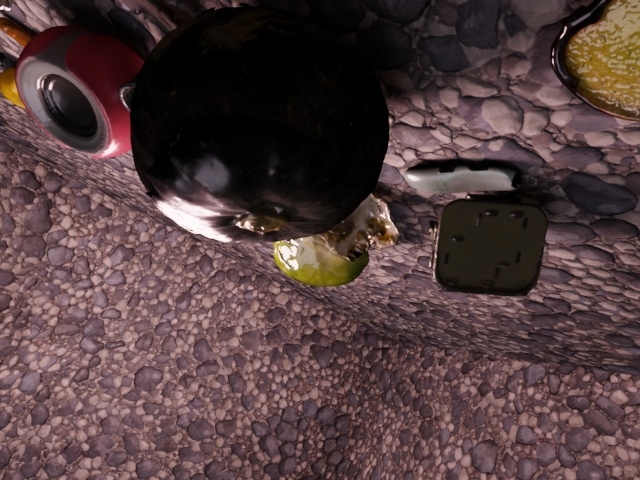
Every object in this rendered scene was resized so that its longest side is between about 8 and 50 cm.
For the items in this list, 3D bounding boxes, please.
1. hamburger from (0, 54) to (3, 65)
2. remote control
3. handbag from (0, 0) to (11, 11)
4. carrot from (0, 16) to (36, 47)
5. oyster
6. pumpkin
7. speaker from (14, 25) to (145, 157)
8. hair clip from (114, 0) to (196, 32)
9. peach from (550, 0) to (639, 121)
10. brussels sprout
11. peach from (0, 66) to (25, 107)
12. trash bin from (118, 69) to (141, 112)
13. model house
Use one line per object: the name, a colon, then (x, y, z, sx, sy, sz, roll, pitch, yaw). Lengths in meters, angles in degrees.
hamburger: (-1.064, -0.553, 1.312, 0.159, 0.131, 0.185, 15, 157, 16)
remote control: (0.294, -0.130, 0.944, 0.256, 0.045, 0.097, 4, 158, 41)
handbag: (-0.248, -0.396, 0.389, 0.327, 0.325, 0.163, 2, 150, 49)
carrot: (-0.745, -0.510, 1.159, 0.210, 0.061, 0.061, 35, 160, -21)
oyster: (0.053, -0.094, 1.186, 0.355, 0.201, 0.107, 39, -156, -11)
pumpkin: (-0.105, -0.181, 0.780, 0.455, 0.343, 0.454, -5, 158, -2)
speaker: (-0.539, -0.342, 1.020, 0.295, 0.294, 0.294, 22, 163, 7)
hair clip: (-0.326, -0.441, 0.785, 0.300, 0.069, 0.173, 36, 160, -4)
peach: (0.415, -0.219, 0.491, 0.280, 0.068, 0.189, 21, 155, 13)
brussels sprout: (0.000, 0.000, 1.388, 0.345, 0.268, 0.344, 8, 142, 7)
peach: (-0.935, -0.476, 1.418, 0.179, 0.103, 0.179, 20, 160, 8)
trash bin: (-0.312, -0.330, 0.942, 0.176, 0.160, 0.175, 18, 161, 6)
model house: (0.359, -0.015, 1.027, 0.219, 0.204, 0.278, 6, -165, 4)
